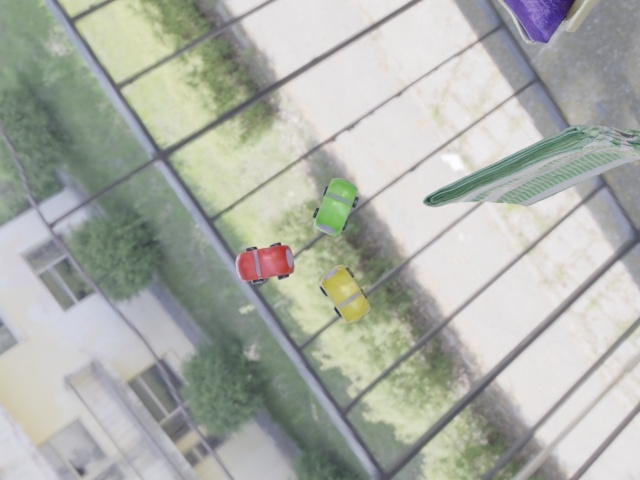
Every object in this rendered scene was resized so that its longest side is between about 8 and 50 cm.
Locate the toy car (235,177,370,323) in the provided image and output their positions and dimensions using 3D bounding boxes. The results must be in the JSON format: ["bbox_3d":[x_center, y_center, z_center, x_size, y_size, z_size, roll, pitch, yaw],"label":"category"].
[{"bbox_3d":[0.000,0.000,1.476,0.239,0.225,0.053,22,176,0],"label":"toy car"}]

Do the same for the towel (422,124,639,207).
[{"bbox_3d":[0.326,-0.099,1.275,0.247,0.324,0.038,-25,80,33],"label":"towel"}]

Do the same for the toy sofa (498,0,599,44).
[{"bbox_3d":[0.286,-0.479,1.315,0.362,0.177,0.150,50,172,8],"label":"toy sofa"}]
